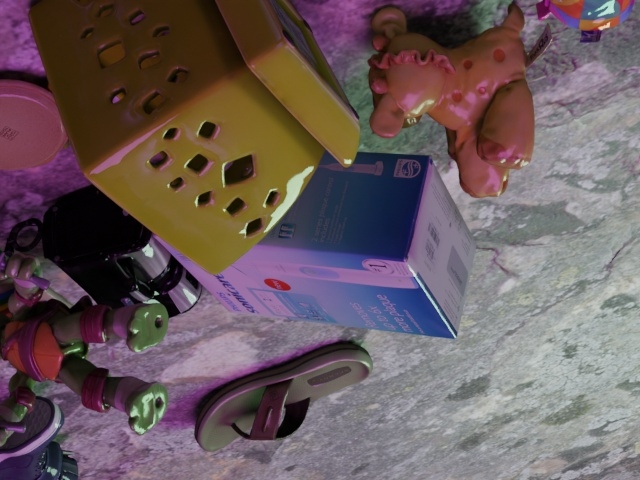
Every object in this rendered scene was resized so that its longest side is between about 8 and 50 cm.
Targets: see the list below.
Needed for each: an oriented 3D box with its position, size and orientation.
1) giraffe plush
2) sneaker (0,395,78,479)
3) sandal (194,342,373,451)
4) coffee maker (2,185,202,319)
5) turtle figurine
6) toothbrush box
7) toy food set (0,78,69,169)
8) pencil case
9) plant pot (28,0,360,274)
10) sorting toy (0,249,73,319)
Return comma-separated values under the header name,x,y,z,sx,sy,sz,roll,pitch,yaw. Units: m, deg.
name,x,y,z,sx,sy,sz,roll,pitch,yaw
giraffe plush,0.126,-0.155,1.325,0.171,0.181,0.210,2,138,-13
sneaker,-0.393,0.300,1.816,0.163,0.086,0.226,28,137,-35
sandal,-0.058,0.249,1.909,0.303,0.086,0.120,-26,147,14
coffee maker,-0.242,0.021,1.472,0.171,0.120,0.178,7,152,19
turtle figurine,-0.312,0.123,1.353,0.266,0.197,0.274,5,156,27
toothbrush box,0.000,0.000,1.407,0.296,0.126,0.216,7,157,23
toy food set,-0.315,-0.118,1.284,0.192,0.038,0.132,-9,140,-4
pencil case,0.266,-0.302,1.217,0.104,0.104,0.236,-14,147,-5
plant pot,-0.105,-0.141,1.176,0.207,0.227,0.228,-33,145,11
sorting toy,-0.386,0.106,1.574,0.132,0.046,0.274,-24,148,10
